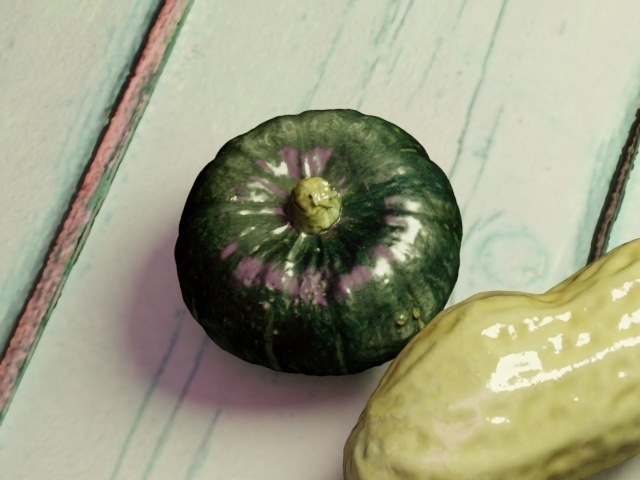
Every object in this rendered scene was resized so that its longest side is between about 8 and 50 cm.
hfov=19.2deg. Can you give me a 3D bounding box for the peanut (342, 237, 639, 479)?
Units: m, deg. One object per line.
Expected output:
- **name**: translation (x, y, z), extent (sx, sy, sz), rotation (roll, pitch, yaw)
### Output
- **peanut**: translation (0.155, 0.097, 1.297), extent (0.313, 0.152, 0.152), rotation (-25, 63, -8)

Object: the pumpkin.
- **pumpkin**: translation (-0.001, 0.000, 1.366), extent (0.211, 0.152, 0.212), rotation (-11, 51, 13)
